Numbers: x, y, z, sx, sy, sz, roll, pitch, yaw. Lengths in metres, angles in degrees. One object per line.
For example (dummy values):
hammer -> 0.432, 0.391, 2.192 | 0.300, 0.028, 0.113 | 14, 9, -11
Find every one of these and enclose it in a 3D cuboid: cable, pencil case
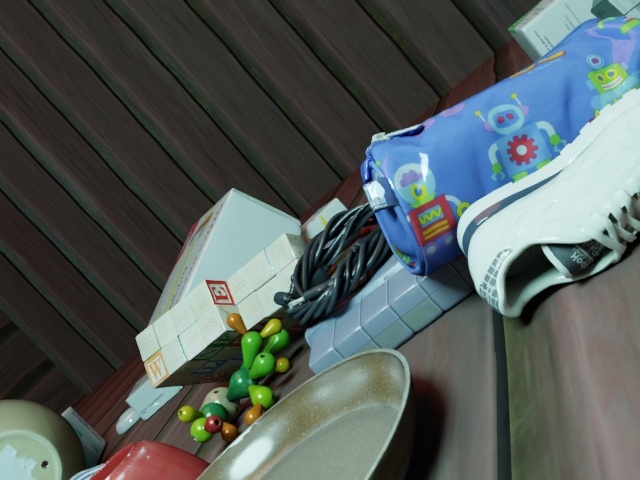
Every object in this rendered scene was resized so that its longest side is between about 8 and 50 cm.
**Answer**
cable -> 0.024, 0.015, 0.823 | 0.184, 0.047, 0.150 | -46, 14, -11
pencil case -> 0.176, -0.091, 0.650 | 0.306, 0.133, 0.119 | -30, 5, -4

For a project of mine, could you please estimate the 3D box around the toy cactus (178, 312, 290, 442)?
toy cactus -> -0.121, 0.195, 0.941 | 0.180, 0.112, 0.219 | -49, 9, 38

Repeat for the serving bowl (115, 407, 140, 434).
serving bowl -> -0.437, 0.404, 1.646 | 0.083, 0.027, 0.083 | -42, 7, 6

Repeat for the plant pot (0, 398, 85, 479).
plant pot -> -0.483, 0.367, 1.121 | 0.256, 0.256, 0.274 | -45, 6, -28

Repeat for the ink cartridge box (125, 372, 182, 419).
ink cartridge box -> -0.356, 0.318, 1.582 | 0.109, 0.063, 0.150 | -42, 6, -2

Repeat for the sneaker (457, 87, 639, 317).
sneaker -> 0.216, -0.029, 0.540 | 0.235, 0.090, 0.094 | -40, 25, 19

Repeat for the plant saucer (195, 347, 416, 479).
plant saucer -> -0.038, 0.207, 0.547 | 0.311, 0.050, 0.310 | -41, 6, 5

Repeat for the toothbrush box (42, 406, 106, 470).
toothbrush box -> -0.581, 0.489, 1.496 | 0.216, 0.126, 0.295 | -44, 8, -9

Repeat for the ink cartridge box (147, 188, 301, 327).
ink cartridge box -> -0.211, 0.080, 1.496 | 0.385, 0.161, 0.279 | -24, 42, 67

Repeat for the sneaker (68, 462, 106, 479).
sneaker -> -0.327, 0.373, 0.944 | 0.297, 0.111, 0.131 | -28, 8, 25

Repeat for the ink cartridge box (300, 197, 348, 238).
ink cartridge box -> 0.000, 0.000, 1.468 | 0.143, 0.090, 0.092 | -46, 7, -22

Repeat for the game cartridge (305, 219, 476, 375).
game cartridge -> 0.088, 0.012, 0.869 | 0.230, 0.068, 0.355 | -35, 15, 16

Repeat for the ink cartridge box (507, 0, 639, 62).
ink cartridge box -> 0.482, -0.413, 1.229 | 0.289, 0.121, 0.211 | -39, 8, 16

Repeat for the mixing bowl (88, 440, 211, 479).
mixing bowl -> -0.198, 0.282, 0.767 | 0.181, 0.098, 0.181 | -41, 8, 7

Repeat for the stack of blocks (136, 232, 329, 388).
stack of blocks -> -0.110, 0.109, 1.069 | 0.297, 0.087, 0.171 | -38, -26, 27
